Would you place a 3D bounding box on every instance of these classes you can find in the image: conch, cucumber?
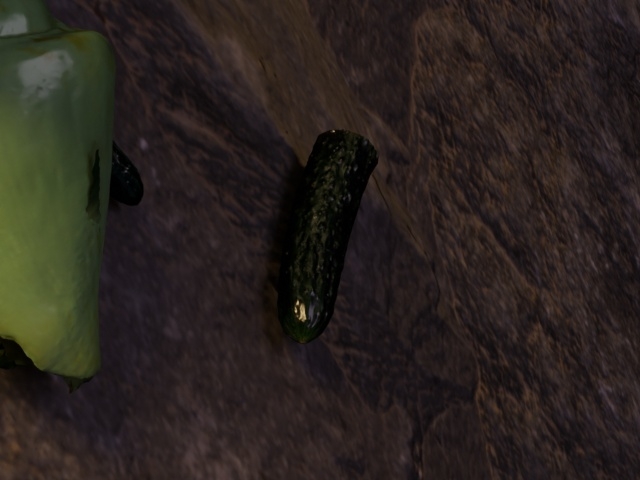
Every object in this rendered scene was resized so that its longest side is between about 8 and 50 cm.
[{"bbox_3d":[-0.196,-0.037,1.077,0.143,0.137,0.251,47,47,-85],"label":"conch"},{"bbox_3d":[-0.161,-0.070,1.222,0.133,0.032,0.032,48,36,-34],"label":"cucumber"},{"bbox_3d":[0.000,0.000,1.437,0.052,0.058,0.215,92,10,-47],"label":"cucumber"}]
